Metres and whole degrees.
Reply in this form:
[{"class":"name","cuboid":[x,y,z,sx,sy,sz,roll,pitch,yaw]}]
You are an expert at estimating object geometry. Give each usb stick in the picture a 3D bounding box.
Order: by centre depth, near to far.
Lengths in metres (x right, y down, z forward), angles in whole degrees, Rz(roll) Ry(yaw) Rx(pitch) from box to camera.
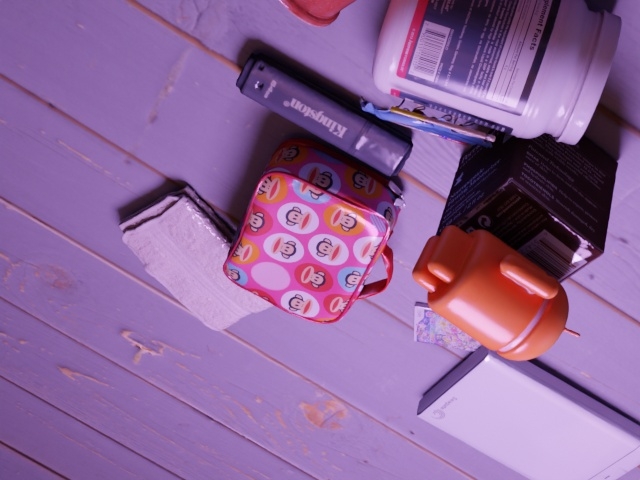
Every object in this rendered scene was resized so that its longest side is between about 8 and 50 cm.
[{"class":"usb stick","cuboid":[0.008,-0.184,1.582,0.278,0.045,0.077,29,135,-5]}]

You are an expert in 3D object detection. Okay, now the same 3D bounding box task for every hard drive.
[{"class":"hard drive","cuboid":[0.378,0.327,1.896,0.353,0.047,0.233,30,135,-9]}]

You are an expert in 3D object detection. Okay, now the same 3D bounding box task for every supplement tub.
[{"class":"supplement tub","cuboid":[0.216,-0.241,1.346,0.272,0.191,0.191,19,135,4]}]

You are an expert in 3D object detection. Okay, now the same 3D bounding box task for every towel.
[{"class":"towel","cuboid":[-0.207,0.038,1.866,0.187,0.049,0.282,-26,118,38]}]

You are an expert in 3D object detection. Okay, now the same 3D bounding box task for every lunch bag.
[{"class":"lunch bag","cuboid":[0.000,0.000,1.700,0.258,0.120,0.293,26,134,-4]}]

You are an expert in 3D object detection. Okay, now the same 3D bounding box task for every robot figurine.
[{"class":"robot figurine","cuboid":[0.227,0.072,1.389,0.219,0.128,0.158,34,113,-9]}]

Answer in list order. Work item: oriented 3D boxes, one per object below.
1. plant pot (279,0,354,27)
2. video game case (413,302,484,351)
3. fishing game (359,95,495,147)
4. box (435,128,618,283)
[{"class":"plant pot","cuboid":[0.059,-0.422,1.213,0.265,0.272,0.272,-22,120,26]},{"class":"video game case","cuboid":[0.220,0.149,1.827,0.122,0.011,0.087,9,133,14]},{"class":"fishing game","cuboid":[0.143,-0.165,1.444,0.189,0.264,0.041,17,94,3]},{"class":"box","cuboid":[0.285,-0.052,1.483,0.167,0.203,0.168,35,133,-12]}]
